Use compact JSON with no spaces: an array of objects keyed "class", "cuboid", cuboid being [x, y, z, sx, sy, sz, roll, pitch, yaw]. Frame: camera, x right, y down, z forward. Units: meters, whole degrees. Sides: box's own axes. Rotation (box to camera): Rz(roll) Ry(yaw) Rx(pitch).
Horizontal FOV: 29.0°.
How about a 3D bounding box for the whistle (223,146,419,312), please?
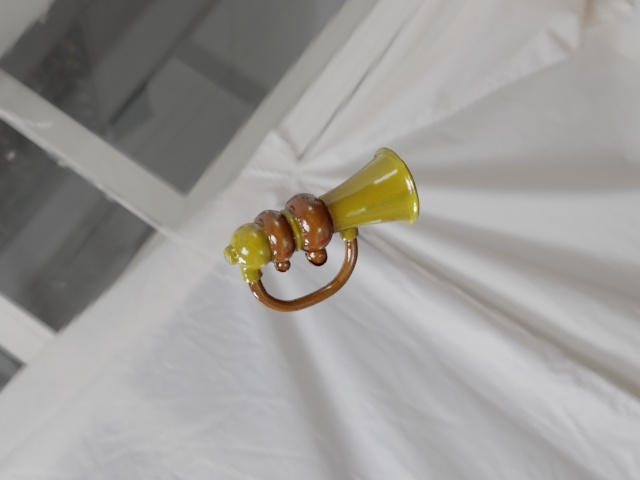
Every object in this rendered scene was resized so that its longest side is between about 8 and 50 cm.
[{"class":"whistle","cuboid":[-0.001,-0.004,0.677,0.109,0.046,0.057,-28,-37,-16]}]
